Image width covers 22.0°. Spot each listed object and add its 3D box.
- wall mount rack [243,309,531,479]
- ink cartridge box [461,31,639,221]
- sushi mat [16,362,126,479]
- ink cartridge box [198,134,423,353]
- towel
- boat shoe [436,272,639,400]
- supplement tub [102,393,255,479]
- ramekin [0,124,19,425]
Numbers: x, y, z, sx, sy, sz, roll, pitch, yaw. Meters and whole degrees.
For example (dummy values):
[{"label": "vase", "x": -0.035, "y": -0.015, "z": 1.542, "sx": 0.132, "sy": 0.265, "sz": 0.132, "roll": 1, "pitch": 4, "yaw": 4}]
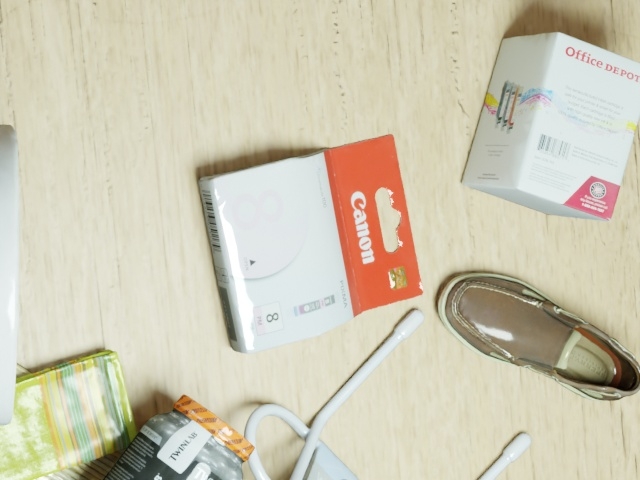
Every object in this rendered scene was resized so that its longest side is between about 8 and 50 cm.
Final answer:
[{"label": "wall mount rack", "x": 0.087, "y": 0.260, "z": 1.753, "sx": 0.350, "sy": 0.130, "sz": 0.304, "roll": 49, "pitch": 37, "yaw": -19}, {"label": "ink cartridge box", "x": 0.256, "y": -0.124, "z": 1.789, "sx": 0.128, "sy": 0.127, "sz": 0.176, "roll": 18, "pitch": 87, "yaw": -23}, {"label": "sushi mat", "x": -0.272, "y": 0.231, "z": 1.647, "sx": 0.316, "sy": 0.019, "sz": 0.151, "roll": 35, "pitch": 81, "yaw": -22}, {"label": "ink cartridge box", "x": 0.000, "y": 0.000, "z": 1.729, "sx": 0.232, "sy": 0.066, "sz": 0.189, "roll": -14, "pitch": 99, "yaw": -18}, {"label": "towel", "x": -0.294, "y": 0.187, "z": 1.603, "sx": 0.237, "sy": 0.021, "sz": 0.102, "roll": -17, "pitch": 93, "yaw": -28}, {"label": "boat shoe", "x": 0.253, "y": 0.106, "z": 1.823, "sx": 0.257, "sy": 0.095, "sz": 0.095, "roll": 23, "pitch": 85, "yaw": -23}, {"label": "supplement tub", "x": -0.156, "y": 0.254, "z": 1.623, "sx": 0.117, "sy": 0.117, "sz": 0.190, "roll": 40, "pitch": 80, "yaw": -21}, {"label": "ramekin", "x": -0.339, "y": 0.031, "z": 1.477, "sx": 0.127, "sy": 0.273, "sz": 0.272, "roll": 0, "pitch": 94, "yaw": -13}]
